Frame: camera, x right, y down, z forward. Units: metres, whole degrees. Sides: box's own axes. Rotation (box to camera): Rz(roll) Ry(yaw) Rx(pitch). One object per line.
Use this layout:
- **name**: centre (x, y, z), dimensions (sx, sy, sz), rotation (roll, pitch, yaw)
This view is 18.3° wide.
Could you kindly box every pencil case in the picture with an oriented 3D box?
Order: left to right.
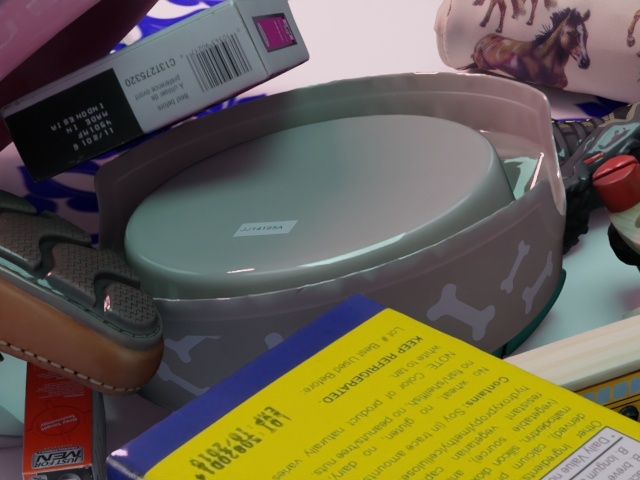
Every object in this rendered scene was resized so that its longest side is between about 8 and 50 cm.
- **pencil case**: centre (0.309, -0.185, 1.618), dimensions (0.410, 0.160, 0.183), rotation (13, 45, 20)

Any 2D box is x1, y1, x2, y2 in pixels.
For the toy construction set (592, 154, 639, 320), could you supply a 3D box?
- **toy construction set**: centre (0.282, -0.013, 1.237), dimensions (0.257, 0.309, 0.237), rotation (1, 36, 17)

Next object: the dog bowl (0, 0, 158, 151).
- **dog bowl**: centre (-0.259, -0.147, 1.378), dimensions (0.150, 0.408, 0.408), rotation (49, 43, -2)

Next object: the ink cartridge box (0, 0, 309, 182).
- **ink cartridge box**: centre (-0.107, -0.121, 1.472), dimensions (0.175, 0.069, 0.371), rotation (-24, 7, 8)

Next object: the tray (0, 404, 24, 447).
- **tray**: centre (-0.315, 0.069, 1.279), dimensions (0.270, 0.030, 0.145), rotation (34, 15, 37)

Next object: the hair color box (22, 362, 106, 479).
- **hair color box**: centre (-0.154, 0.121, 1.205), dimensions (0.043, 0.072, 0.141), rotation (-7, 32, -3)

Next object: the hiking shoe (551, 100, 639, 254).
- **hiking shoe**: centre (0.189, -0.069, 1.498), dimensions (0.227, 0.086, 0.114), rotation (-28, 45, -36)

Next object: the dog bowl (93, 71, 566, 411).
- **dog bowl**: centre (0.000, 0.000, 1.306), dimensions (0.348, 0.102, 0.349), rotation (-12, 23, 5)

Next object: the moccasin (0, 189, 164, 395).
- **moccasin**: centre (-0.273, 0.029, 1.162), dimensions (0.380, 0.147, 0.139), rotation (14, 10, 9)

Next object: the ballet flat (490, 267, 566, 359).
- **ballet flat**: centre (0.101, 0.056, 1.314), dimensions (0.070, 0.070, 0.188), rotation (16, 34, 23)

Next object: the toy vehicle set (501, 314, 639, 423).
- **toy vehicle set**: centre (0.216, 0.110, 1.140), dimensions (0.266, 0.166, 0.035), rotation (-16, 35, -23)

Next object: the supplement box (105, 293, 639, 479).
- **supplement box**: centre (0.090, 0.205, 0.960), dimensions (0.356, 0.195, 0.194), rotation (24, 40, 34)
